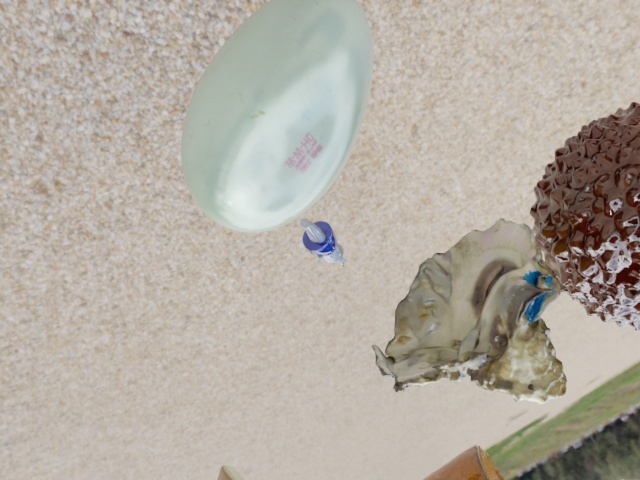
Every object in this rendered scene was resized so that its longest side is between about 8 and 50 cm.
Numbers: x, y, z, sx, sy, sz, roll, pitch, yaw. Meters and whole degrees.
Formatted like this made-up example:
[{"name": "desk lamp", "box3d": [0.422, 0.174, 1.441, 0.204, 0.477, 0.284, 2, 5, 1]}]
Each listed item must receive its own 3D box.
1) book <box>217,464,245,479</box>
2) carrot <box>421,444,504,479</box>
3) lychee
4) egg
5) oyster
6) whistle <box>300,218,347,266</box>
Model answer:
[{"name": "book", "box3d": [-0.060, 0.223, 0.312, 0.012, 0.172, 0.118, 20, 170, -21]}, {"name": "carrot", "box3d": [0.158, 0.446, 0.804, 0.331, 0.193, 0.214, -29, -171, -8]}, {"name": "lychee", "box3d": [0.366, -0.028, 0.640, 0.264, 0.264, 0.300, -41, 160, 20]}, {"name": "egg", "box3d": [-0.053, -0.186, 0.818, 0.371, 0.229, 0.230, -64, 153, -6]}, {"name": "oyster", "box3d": [0.151, 0.067, 0.580, 0.214, 0.083, 0.223, -22, -150, 53]}, {"name": "whistle", "box3d": [0.000, 0.000, 0.523, 0.029, 0.033, 0.083, -53, 151, -8]}]
